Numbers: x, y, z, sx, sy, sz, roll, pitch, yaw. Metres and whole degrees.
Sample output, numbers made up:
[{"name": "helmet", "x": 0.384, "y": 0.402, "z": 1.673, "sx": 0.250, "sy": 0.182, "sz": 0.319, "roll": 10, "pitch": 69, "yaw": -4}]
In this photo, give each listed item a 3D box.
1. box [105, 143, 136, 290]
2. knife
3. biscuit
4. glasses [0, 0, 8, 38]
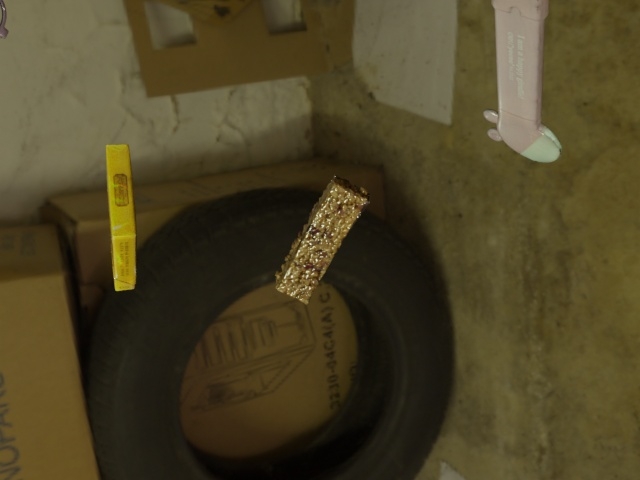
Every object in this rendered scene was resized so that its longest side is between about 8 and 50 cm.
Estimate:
[{"name": "box", "x": -0.320, "y": -0.028, "z": 1.305, "sx": 0.269, "sy": 0.044, "sz": 0.152, "roll": 122, "pitch": 143, "yaw": -67}, {"name": "knife", "x": 0.283, "y": -0.242, "z": 1.130, "sx": 0.132, "sy": 0.038, "sz": 0.398, "roll": 24, "pitch": 159, "yaw": 26}, {"name": "biscuit", "x": 0.000, "y": 0.000, "z": 1.164, "sx": 0.199, "sy": 0.064, "sz": 0.034, "roll": -60, "pitch": 14, "yaw": 22}, {"name": "glasses", "x": -0.409, "y": -0.258, "z": 0.844, "sx": 0.104, "sy": 0.140, "sz": 0.062, "roll": 15, "pitch": 79, "yaw": 37}]
